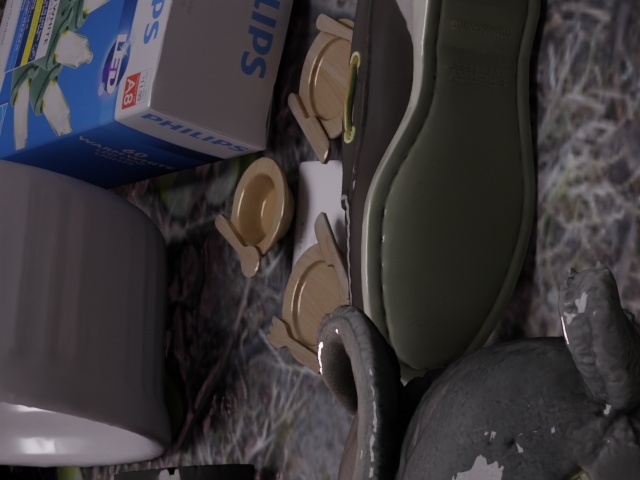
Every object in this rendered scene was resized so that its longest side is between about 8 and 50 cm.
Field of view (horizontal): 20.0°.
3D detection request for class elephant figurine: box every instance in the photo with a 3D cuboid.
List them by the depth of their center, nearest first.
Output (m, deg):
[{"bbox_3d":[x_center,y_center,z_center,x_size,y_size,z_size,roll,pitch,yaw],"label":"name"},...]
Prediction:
[{"bbox_3d":[0.061,0.093,0.711,0.186,0.169,0.239,-48,21,4],"label":"elephant figurine"}]

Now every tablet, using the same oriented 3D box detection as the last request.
[{"bbox_3d":[0.000,0.000,0.947,0.054,0.006,0.083,2,87,58],"label":"tablet"}]

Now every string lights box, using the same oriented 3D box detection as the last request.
[{"bbox_3d":[-0.113,-0.108,1.063,0.259,0.076,0.133,-10,65,58],"label":"string lights box"}]

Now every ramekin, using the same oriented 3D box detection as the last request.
[{"bbox_3d":[-0.217,0.044,1.053,0.277,0.277,0.135,-18,63,57],"label":"ramekin"}]

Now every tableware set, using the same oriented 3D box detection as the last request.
[{"bbox_3d":[-0.001,-0.026,0.926,0.169,0.020,0.141,-64,35,24],"label":"tableware set"}]

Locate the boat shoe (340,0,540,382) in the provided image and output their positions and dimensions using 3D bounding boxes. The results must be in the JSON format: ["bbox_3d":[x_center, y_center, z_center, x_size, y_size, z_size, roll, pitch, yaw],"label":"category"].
[{"bbox_3d":[0.048,-0.049,0.811,0.068,0.081,0.228,-5,74,61],"label":"boat shoe"}]

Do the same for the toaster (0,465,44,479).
[{"bbox_3d":[-0.240,0.232,1.204,0.168,0.110,0.186,56,131,47],"label":"toaster"}]

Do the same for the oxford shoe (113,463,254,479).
[{"bbox_3d":[-0.114,0.184,1.036,0.227,0.082,0.096,-21,72,57],"label":"oxford shoe"}]
